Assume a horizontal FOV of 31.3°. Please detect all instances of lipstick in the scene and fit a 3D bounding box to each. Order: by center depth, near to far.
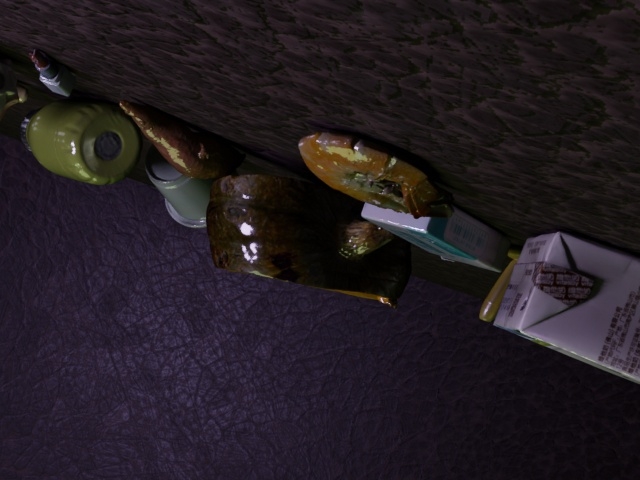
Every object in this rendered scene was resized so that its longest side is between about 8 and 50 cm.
[{"bbox_3d":[-0.308,-0.193,1.294,0.025,0.025,0.107,19,172,9],"label":"lipstick"}]

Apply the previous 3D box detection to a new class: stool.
[{"bbox_3d":[0.290,0.075,1.556,0.134,0.111,0.135,16,177,33],"label":"stool"}]

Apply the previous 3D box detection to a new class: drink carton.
[{"bbox_3d":[0.378,0.102,1.292,0.324,0.132,0.194,21,178,0],"label":"drink carton"}]

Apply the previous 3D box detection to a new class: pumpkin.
[{"bbox_3d":[0.000,0.000,1.545,0.317,0.139,0.221,17,173,-42],"label":"pumpkin"}]

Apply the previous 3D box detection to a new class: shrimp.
[{"bbox_3d":[0.069,-0.059,1.135,0.115,0.051,0.217,13,171,46],"label":"shrimp"}]

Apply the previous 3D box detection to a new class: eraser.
[{"bbox_3d":[0.147,-0.015,1.403,0.095,0.052,0.225,15,175,34],"label":"eraser"}]

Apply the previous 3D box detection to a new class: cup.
[{"bbox_3d":[-0.189,-0.090,1.659,0.120,0.120,0.141,18,167,22],"label":"cup"}]

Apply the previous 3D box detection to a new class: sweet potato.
[{"bbox_3d":[-0.178,-0.119,1.463,0.068,0.068,0.226,16,175,43],"label":"sweet potato"}]

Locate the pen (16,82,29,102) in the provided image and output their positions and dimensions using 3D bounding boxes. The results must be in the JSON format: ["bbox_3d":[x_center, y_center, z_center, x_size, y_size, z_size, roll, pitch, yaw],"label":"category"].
[{"bbox_3d":[-0.535,-0.251,1.659,0.233,0.032,0.040,21,-160,-6],"label":"pen"}]

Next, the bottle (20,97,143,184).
[{"bbox_3d":[-0.348,-0.144,1.606,0.112,0.112,0.260,21,177,-35],"label":"bottle"}]

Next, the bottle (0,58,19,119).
[{"bbox_3d":[-0.463,-0.186,1.373,0.147,0.148,0.236,18,-175,16],"label":"bottle"}]
